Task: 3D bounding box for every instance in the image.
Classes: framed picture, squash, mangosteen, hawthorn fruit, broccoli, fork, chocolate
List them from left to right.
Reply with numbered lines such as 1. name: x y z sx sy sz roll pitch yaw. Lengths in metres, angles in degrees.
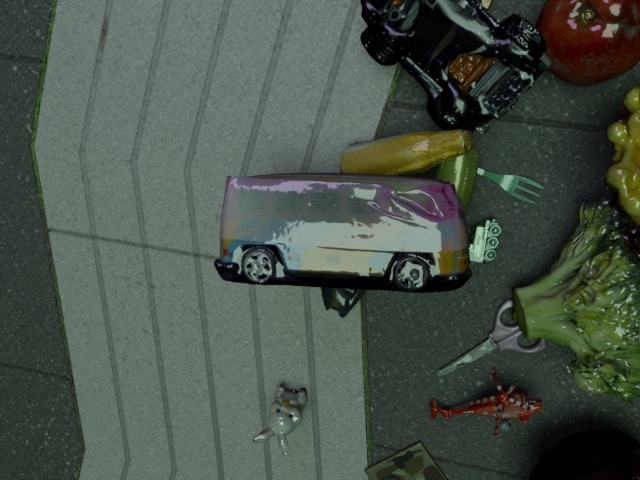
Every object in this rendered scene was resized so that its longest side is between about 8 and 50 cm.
1. chocolate: 0.138 -0.136 0.876 0.219 0.085 0.086 -5 103 40
2. framed picture: 0.200 0.514 1.091 0.136 0.010 0.201 -34 94 15
3. squash: 0.205 -0.057 0.913 0.083 0.083 0.250 18 111 6
4. fork: 0.265 -0.125 0.928 0.235 0.021 0.039 24 102 6
5. broccoli: 0.421 0.096 0.853 0.245 0.288 0.248 -14 137 22
6. hawthorn fruit: 0.400 -0.312 0.782 0.172 0.173 0.173 2 103 10
7. mangosteen: 0.481 0.475 0.918 0.233 0.287 0.288 27 111 45

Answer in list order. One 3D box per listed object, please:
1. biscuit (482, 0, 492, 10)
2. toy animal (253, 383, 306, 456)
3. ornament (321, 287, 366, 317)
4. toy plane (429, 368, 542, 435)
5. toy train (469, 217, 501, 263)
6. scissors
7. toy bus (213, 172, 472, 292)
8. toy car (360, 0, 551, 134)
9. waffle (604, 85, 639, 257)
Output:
1. biscuit: 0.185 -0.402 0.874 0.184 0.027 0.133 26 114 7
2. toy animal: -0.072 0.338 1.044 0.071 0.124 0.085 27 108 -1
3. ornament: 0.000 0.000 0.979 0.236 0.080 0.202 35 104 -1
4. toy plane: 0.301 0.313 0.982 0.194 0.126 0.077 -32 123 15
5. toy train: 0.285 0.000 0.945 0.053 0.033 0.083 8 104 13
6. scissors: 0.308 0.194 0.991 0.212 0.021 0.110 -35 92 15
7. toy bus: 0.037 -0.022 0.835 0.386 0.171 0.163 3 101 11
8. toy car: 0.193 -0.313 0.816 0.301 0.118 0.193 47 134 2
9. waffle: 0.571 -0.073 0.755 0.382 0.095 0.380 -18 85 -22
